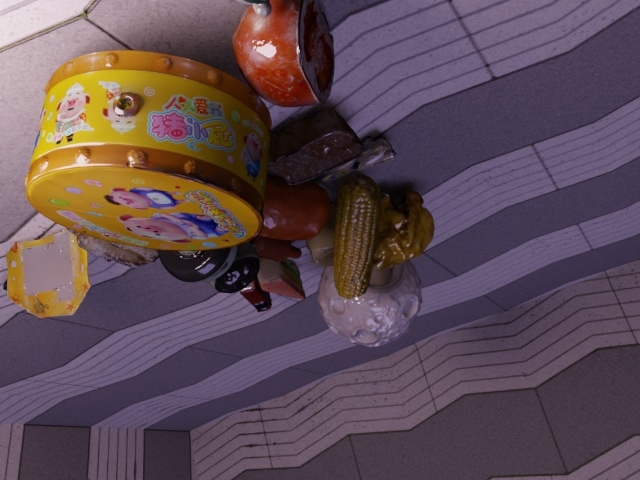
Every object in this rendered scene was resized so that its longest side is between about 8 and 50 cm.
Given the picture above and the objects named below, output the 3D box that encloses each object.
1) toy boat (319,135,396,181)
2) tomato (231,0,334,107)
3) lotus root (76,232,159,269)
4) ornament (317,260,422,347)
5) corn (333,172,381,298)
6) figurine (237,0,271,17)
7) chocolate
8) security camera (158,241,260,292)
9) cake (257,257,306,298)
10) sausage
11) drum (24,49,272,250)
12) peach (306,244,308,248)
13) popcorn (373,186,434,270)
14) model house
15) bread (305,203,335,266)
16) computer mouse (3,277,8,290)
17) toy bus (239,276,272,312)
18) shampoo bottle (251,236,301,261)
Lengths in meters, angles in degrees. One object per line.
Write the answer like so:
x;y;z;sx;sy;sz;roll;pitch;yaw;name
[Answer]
0.085;-0.192;1.725;0.210;0.066;0.084;-26;153;24;toy boat
-0.071;-0.331;1.230;0.155;0.181;0.214;-2;151;14;tomato
-0.476;-0.024;1.733;0.167;0.078;0.329;-37;158;0;lotus root
0.154;0.176;2.248;0.337;0.337;0.337;-13;156;-6;ornament
0.089;-0.007;1.830;0.120;0.120;0.363;-7;124;-19;corn
-0.096;-0.397;1.042;0.126;0.192;0.147;-26;119;-5;figurine
-0.020;-0.214;1.577;0.214;0.093;0.148;-23;157;19;chocolate
-0.267;0.035;1.809;0.197;0.191;0.277;-44;155;4;security camera
-0.124;0.118;2.226;0.090;0.109;0.225;-22;155;13;cake
-0.095;-0.083;1.742;0.268;0.153;0.141;5;110;-40;sausage
-0.297;-0.142;1.273;0.430;0.214;0.431;4;161;1;drum
0.000;0.000;2.113;0.077;0.050;0.083;33;122;-32;peach
0.213;-0.026;1.971;0.190;0.254;0.191;26;176;15;popcorn
-0.646;0.103;1.751;0.207;0.219;0.136;-14;162;-1;model house
0.022;-0.012;1.987;0.133;0.141;0.148;-21;155;9;bread
-0.789;0.107;1.873;0.135;0.047;0.079;-21;165;41;computer mouse
-0.214;0.160;2.283;0.073;0.096;0.235;-15;155;5;toy bus
-0.140;0.016;2.028;0.085;0.085;0.244;-28;155;26;shampoo bottle
